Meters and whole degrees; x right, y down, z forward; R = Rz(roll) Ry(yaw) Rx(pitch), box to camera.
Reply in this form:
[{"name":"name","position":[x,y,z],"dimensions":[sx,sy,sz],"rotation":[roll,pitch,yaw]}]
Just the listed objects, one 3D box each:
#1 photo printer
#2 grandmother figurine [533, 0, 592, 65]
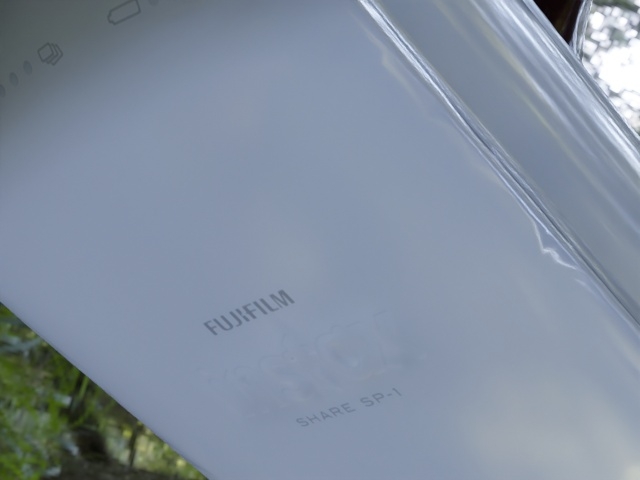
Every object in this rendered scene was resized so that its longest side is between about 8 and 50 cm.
[{"name":"photo printer","position":[0.000,0.000,0.446],"dimensions":[0.256,0.307,0.107],"rotation":[-24,-151,39]},{"name":"grandmother figurine","position":[0.105,-0.091,0.571],"dimensions":[0.342,0.104,0.208],"rotation":[85,15,-58]}]
